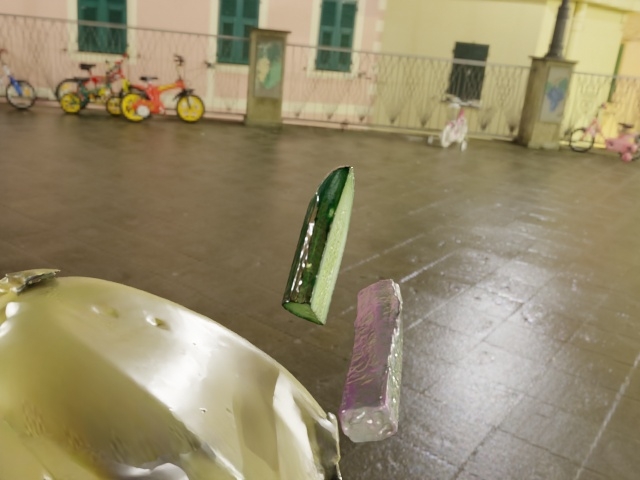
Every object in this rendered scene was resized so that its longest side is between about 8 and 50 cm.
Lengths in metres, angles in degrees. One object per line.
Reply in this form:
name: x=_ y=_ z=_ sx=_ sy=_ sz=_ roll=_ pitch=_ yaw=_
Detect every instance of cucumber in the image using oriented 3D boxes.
cucumber: x=0.000 y=0.000 z=0.985 sx=0.063 sy=0.244 sz=0.115 roll=14 pitch=-11 yaw=16

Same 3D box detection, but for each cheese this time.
cheese: x=-0.118 y=0.139 z=0.453 sx=0.316 sy=0.128 sz=0.259 roll=40 pitch=12 yaw=-25

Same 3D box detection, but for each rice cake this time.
rice cake: x=0.047 y=0.090 z=0.543 sx=0.047 sy=0.036 sz=0.207 roll=-11 pitch=23 yaw=14
